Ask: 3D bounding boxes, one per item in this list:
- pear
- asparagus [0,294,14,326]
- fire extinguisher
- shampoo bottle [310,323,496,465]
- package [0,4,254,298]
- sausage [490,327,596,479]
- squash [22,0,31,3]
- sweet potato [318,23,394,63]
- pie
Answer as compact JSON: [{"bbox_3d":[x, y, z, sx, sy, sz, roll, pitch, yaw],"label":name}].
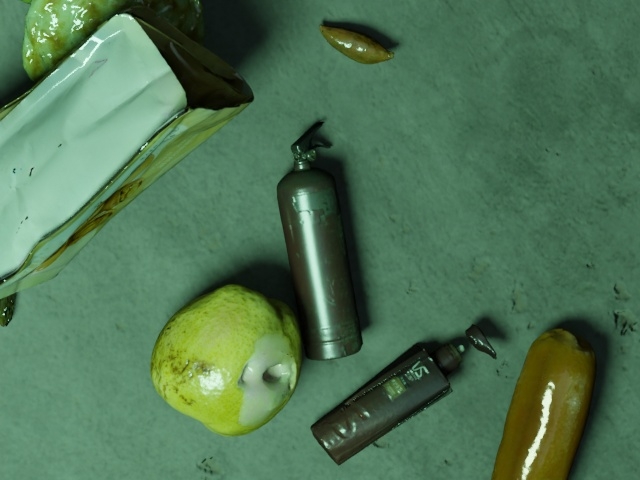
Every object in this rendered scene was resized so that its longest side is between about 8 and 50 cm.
[{"bbox_3d":[-0.101,0.131,1.670,0.178,0.178,0.178,-2,98,-14],"label":"pear"},{"bbox_3d":[-0.368,0.018,1.656,0.036,0.030,0.165,-15,100,-36],"label":"asparagus"},{"bbox_3d":[0.000,0.000,1.729,0.089,0.072,0.268,-21,104,-46],"label":"fire extinguisher"},{"bbox_3d":[0.100,0.181,1.777,0.236,0.067,0.068,-36,96,-7],"label":"shampoo bottle"},{"bbox_3d":[-0.252,-0.103,1.545,0.311,0.221,0.165,-39,88,18],"label":"package"},{"bbox_3d":[0.277,0.225,1.817,0.098,0.098,0.238,14,95,-15],"label":"sausage"},{"bbox_3d":[-0.255,-0.302,1.630,0.183,0.052,0.052,-22,103,-12],"label":"squash"},{"bbox_3d":[0.040,-0.228,1.723,0.095,0.034,0.034,23,92,-5],"label":"sweet potato"},{"bbox_3d":[-0.227,-0.209,1.612,0.201,0.090,0.248,-10,118,-16],"label":"pie"}]
